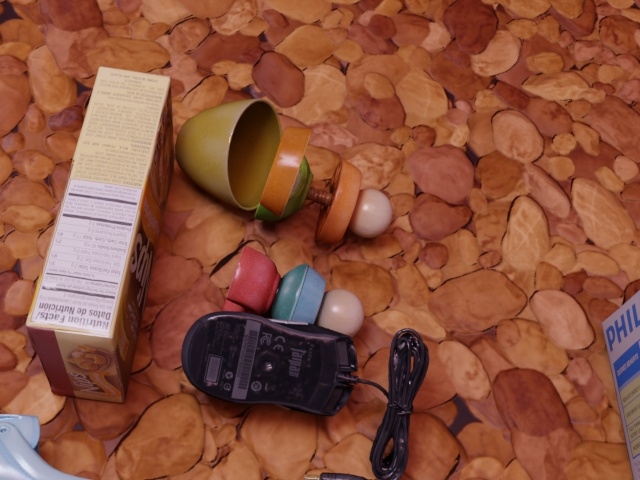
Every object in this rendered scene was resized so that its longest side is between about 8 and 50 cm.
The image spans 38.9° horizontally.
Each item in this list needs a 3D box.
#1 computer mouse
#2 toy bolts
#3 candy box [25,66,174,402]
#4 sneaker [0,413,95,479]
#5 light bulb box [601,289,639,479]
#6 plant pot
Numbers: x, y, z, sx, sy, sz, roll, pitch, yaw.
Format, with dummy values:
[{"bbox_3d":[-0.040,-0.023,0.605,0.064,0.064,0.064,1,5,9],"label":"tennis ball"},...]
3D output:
[{"bbox_3d":[-0.022,0.173,0.976,0.262,0.060,0.184,6,90,-4],"label":"computer mouse"},{"bbox_3d":[0.000,0.000,1.021,0.158,0.218,0.229,19,78,-5],"label":"toy bolts"},{"bbox_3d":[-0.227,-0.006,0.985,0.087,0.183,0.316,7,60,-3],"label":"candy box"},{"bbox_3d":[-0.348,0.226,0.878,0.366,0.135,0.150,27,52,-3],"label":"sneaker"},{"bbox_3d":[0.479,0.182,0.885,0.225,0.358,0.361,3,62,-9],"label":"light bulb box"},{"bbox_3d":[-0.119,-0.110,1.103,0.095,0.134,0.134,11,57,23],"label":"plant pot"}]
